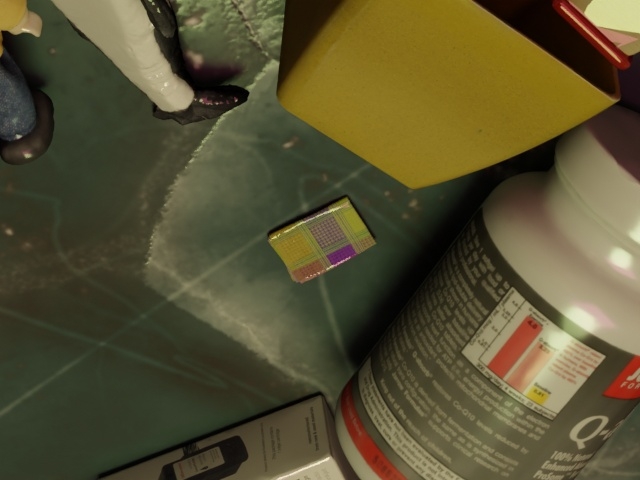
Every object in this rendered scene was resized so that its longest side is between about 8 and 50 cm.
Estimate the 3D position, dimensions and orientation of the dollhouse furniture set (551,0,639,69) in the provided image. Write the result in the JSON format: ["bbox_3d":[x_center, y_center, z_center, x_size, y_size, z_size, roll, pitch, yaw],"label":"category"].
[{"bbox_3d":[0.233,-0.189,1.219,0.201,0.374,0.152,39,125,-16],"label":"dollhouse furniture set"}]

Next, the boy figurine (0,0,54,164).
[{"bbox_3d":[-0.307,-0.167,1.327,0.177,0.092,0.285,-13,136,13],"label":"boy figurine"}]

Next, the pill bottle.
[{"bbox_3d":[0.188,0.074,1.505,0.210,0.210,0.363,25,118,-21],"label":"pill bottle"}]

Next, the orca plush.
[{"bbox_3d":[-0.136,-0.201,1.356,0.287,0.151,0.102,44,68,-41],"label":"orca plush"}]

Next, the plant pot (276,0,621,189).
[{"bbox_3d":[0.080,-0.168,1.349,0.212,0.212,0.187,31,127,-24],"label":"plant pot"}]

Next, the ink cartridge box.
[{"bbox_3d":[-0.072,0.272,1.673,0.237,0.100,0.172,-21,122,8],"label":"ink cartridge box"}]

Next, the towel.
[{"bbox_3d":[0.000,0.000,1.556,0.083,0.009,0.060,-27,121,11],"label":"towel"}]
